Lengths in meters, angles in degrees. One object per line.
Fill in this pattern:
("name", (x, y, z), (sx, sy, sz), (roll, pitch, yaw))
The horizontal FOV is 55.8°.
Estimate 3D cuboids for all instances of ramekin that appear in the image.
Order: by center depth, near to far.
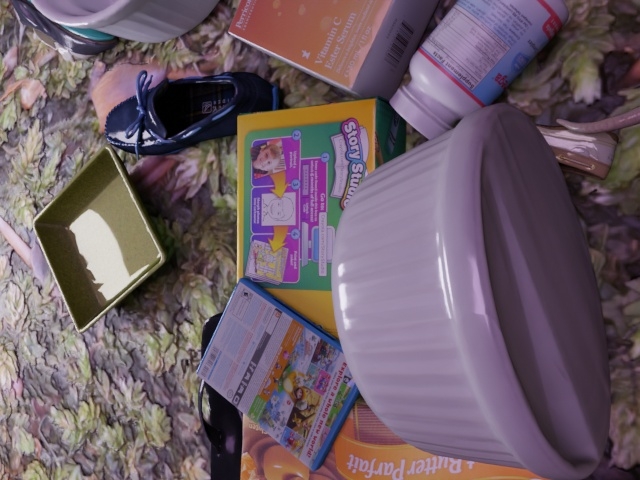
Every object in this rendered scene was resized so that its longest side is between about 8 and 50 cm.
("ramekin", (0.119, 0.041, 0.467), (0.127, 0.273, 0.272), (-15, 82, 34))
("ramekin", (-0.230, -0.382, 0.741), (0.277, 0.135, 0.277), (0, 90, 29))

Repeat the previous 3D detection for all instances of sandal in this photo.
("sandal", (-0.101, 0.211, 0.704), (0.097, 0.054, 0.254), (-8, 85, 28))

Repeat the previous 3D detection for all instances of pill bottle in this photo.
("pill bottle", (0.141, -0.170, 0.560), (0.160, 0.087, 0.087), (-49, 68, 20))

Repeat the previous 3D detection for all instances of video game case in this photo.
("video game case", (-0.042, 0.128, 0.599), (0.166, 0.015, 0.119), (31, 102, 27))

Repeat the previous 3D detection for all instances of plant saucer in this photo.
("plant saucer", (-0.290, -0.001, 0.818), (0.188, 0.045, 0.188), (-37, 73, 23))

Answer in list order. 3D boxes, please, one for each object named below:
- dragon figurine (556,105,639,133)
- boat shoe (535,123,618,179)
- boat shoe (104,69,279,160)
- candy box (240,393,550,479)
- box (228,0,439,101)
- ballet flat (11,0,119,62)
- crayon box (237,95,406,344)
("dragon figurine", (0.335, -0.156, 0.453), (0.289, 0.144, 0.085), (-45, 70, 41))
("boat shoe", (0.194, -0.080, 0.550), (0.135, 0.050, 0.045), (8, 88, 29))
("boat shoe", (-0.176, -0.167, 0.733), (0.258, 0.089, 0.108), (-11, 83, 28))
("candy box", (0.072, 0.245, 0.590), (0.317, 0.088, 0.182), (2, 90, 28))
("box", (0.012, -0.235, 0.630), (0.171, 0.091, 0.130), (31, 104, 25))
("ballet flat", (-0.360, -0.296, 0.856), (0.203, 0.074, 0.074), (33, 104, 19))
("crayon box", (0.000, 0.000, 0.637), (0.166, 0.081, 0.278), (0, 89, 29))
